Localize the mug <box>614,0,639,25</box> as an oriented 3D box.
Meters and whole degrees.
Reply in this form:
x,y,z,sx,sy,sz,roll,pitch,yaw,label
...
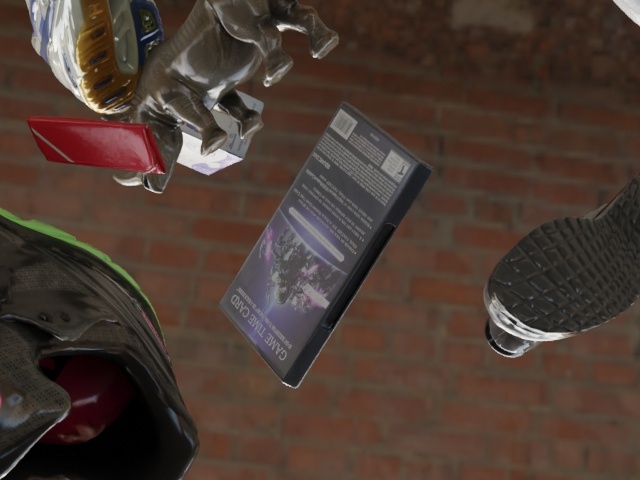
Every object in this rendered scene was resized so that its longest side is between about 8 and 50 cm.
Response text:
x,y,z,sx,sy,sz,roll,pitch,yaw,label
0.384,-0.223,1.418,0.374,0.328,0.276,9,144,-20,mug

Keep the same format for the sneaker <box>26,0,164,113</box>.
x,y,z,sx,sy,sz,roll,pitch,yaw,label
-0.203,-0.248,1.383,0.112,0.131,0.296,-24,134,-35,sneaker

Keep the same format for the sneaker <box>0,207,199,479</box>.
x,y,z,sx,sy,sz,roll,pitch,yaw,label
-0.249,0.050,1.007,0.483,0.185,0.202,19,-161,-44,sneaker

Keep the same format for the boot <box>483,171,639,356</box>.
x,y,z,sx,sy,sz,roll,pitch,yaw,label
0.240,0.062,1.781,0.338,0.118,0.223,-23,164,-45,boot

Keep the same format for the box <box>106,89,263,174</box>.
x,y,z,sx,sy,sz,roll,pitch,yaw,label
-0.152,-0.136,1.878,0.137,0.072,0.126,24,165,-18,box

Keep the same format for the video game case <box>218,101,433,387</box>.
x,y,z,sx,sy,sz,roll,pitch,yaw,label
0.000,0.000,1.857,0.026,0.274,0.196,25,-170,-32,video game case

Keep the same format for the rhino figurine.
x,y,z,sx,sy,sz,roll,pitch,yaw,label
-0.097,-0.124,1.382,0.243,0.106,0.073,-44,165,32,rhino figurine

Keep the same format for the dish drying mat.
x,y,z,sx,sy,sz,roll,pitch,yaw,label
-0.120,-0.051,0.916,0.083,0.008,0.032,8,132,34,dish drying mat
